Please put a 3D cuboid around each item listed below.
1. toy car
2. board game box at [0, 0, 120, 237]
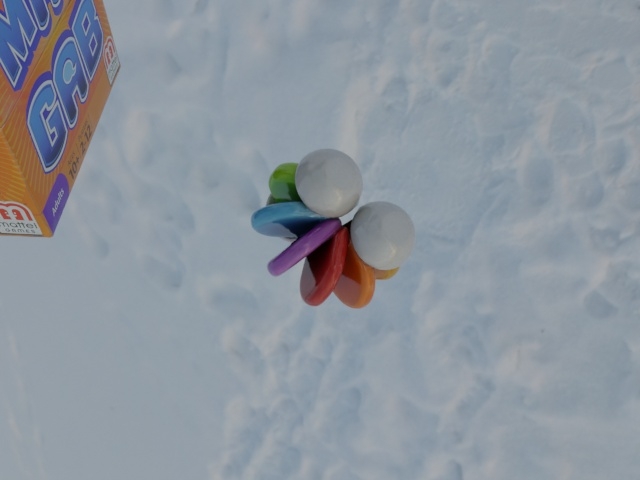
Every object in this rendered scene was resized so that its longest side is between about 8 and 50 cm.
[{"bbox_3d":[0.000,0.000,0.738,0.182,0.136,0.159,44,153,-7],"label":"toy car"},{"bbox_3d":[-0.493,-0.254,0.799,0.356,0.356,0.356,2,140,2],"label":"board game box"}]
